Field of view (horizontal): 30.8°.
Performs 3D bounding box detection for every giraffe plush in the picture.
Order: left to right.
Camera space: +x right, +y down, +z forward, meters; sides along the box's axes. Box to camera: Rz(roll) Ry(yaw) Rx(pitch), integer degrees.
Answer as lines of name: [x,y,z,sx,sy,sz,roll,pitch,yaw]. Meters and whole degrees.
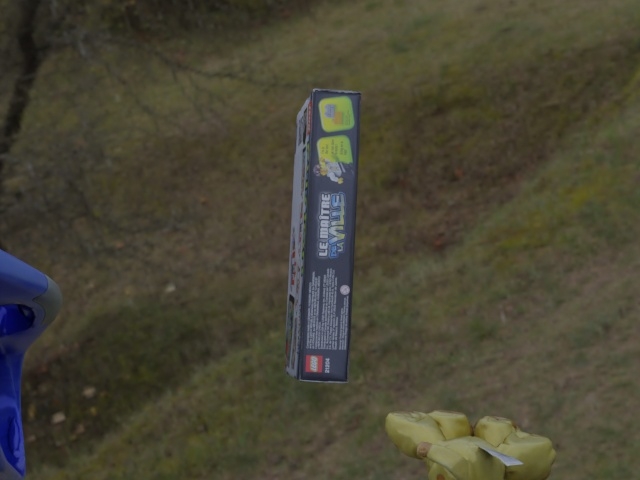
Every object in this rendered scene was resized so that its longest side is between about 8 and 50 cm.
giraffe plush: [0.155,0.288,1.241,0.181,0.170,0.210,7,6,-6]

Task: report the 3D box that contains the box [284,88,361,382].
box: [0.000,0.000,0.865,0.036,0.207,0.114,3,-3,-7]

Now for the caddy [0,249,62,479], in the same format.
caddy: [-0.268,0.052,0.799,0.179,0.241,0.341,-9,-14,-12]
